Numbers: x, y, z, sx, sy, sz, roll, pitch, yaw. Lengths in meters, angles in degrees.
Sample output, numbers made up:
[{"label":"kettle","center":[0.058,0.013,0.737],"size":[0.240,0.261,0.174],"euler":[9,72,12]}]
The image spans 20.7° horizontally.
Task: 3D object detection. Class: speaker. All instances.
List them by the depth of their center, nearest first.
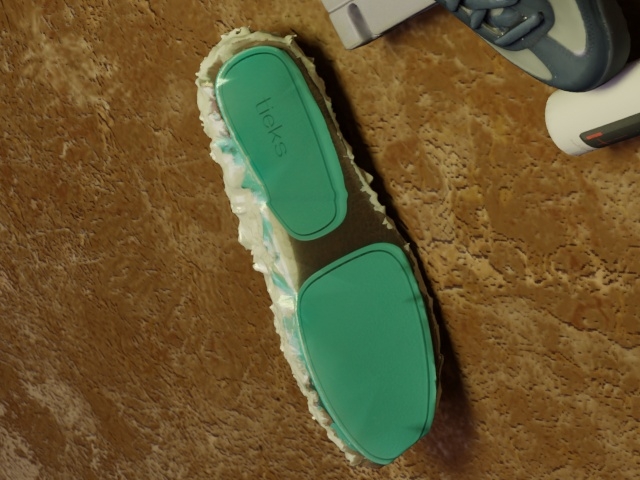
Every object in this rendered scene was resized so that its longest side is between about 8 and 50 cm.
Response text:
[{"label":"speaker","center":[0.230,-0.104,1.287],"size":[0.136,0.055,0.055],"euler":[-18,99,51]}]

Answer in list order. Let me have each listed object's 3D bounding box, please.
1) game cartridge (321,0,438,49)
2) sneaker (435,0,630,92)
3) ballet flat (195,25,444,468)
[{"label":"game cartridge","center":[0.087,-0.307,1.316],"size":[0.355,0.068,0.230],"euler":[-22,92,52]},{"label":"sneaker","center":[0.076,-0.202,1.228],"size":[0.319,0.131,0.112],"euler":[42,139,-4]},{"label":"ballet flat","center":[0.000,0.000,1.575],"size":[0.147,0.147,0.409],"euler":[-9,103,50]}]
